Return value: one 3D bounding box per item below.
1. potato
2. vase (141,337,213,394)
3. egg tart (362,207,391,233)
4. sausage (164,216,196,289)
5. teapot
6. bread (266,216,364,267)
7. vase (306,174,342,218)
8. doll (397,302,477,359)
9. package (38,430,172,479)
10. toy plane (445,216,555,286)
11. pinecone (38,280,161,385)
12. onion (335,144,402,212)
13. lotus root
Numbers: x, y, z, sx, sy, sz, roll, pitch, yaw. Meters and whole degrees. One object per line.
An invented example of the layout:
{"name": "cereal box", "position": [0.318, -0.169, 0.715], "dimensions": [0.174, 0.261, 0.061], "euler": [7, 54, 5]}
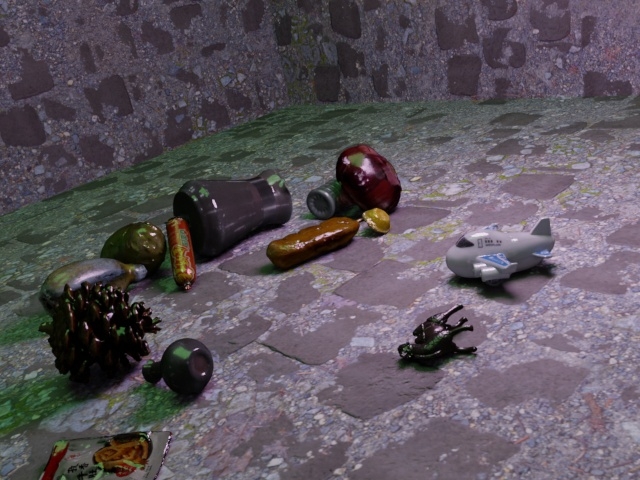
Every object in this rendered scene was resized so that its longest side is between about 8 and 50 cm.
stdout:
{"name": "potato", "position": [-0.593, 0.042, 2.216], "dimensions": [0.298, 0.176, 0.141], "euler": [-26, 1, 42]}
{"name": "vase", "position": [-0.316, 0.276, 1.520], "dimensions": [0.182, 0.120, 0.120], "euler": [-14, 15, 41]}
{"name": "egg tart", "position": [0.177, -0.066, 2.138], "dimensions": [0.105, 0.039, 0.105], "euler": [23, 32, -16]}
{"name": "sausage", "position": [-0.415, 0.046, 2.104], "dimensions": [0.083, 0.083, 0.264], "euler": [-15, 51, -5]}
{"name": "teapot", "position": [-0.295, -0.094, 2.318], "dimensions": [0.344, 0.253, 0.300], "euler": [-18, -8, -34]}
{"name": "bread", "position": [0.000, -0.002, 2.085], "dimensions": [0.344, 0.084, 0.124], "euler": [-21, 28, -24]}
{"name": "vase", "position": [0.073, -0.186, 2.447], "dimensions": [0.143, 0.143, 0.299], "euler": [2, 28, 34]}
{"name": "doll", "position": [0.239, 0.203, 1.457], "dimensions": [0.165, 0.057, 0.139], "euler": [-17, 23, 3]}
{"name": "package", "position": [-0.406, 0.417, 1.301], "dimensions": [0.239, 0.030, 0.154], "euler": [-10, 23, 6]}
{"name": "toy plane", "position": [0.438, 0.024, 1.711], "dimensions": [0.266, 0.123, 0.267], "euler": [-14, 20, 5]}
{"name": "pinecone", "position": [-0.513, 0.215, 1.624], "dimensions": [0.257, 0.244, 0.243], "euler": [11, 24, 4]}
{"name": "onion", "position": [0.144, -0.186, 2.291], "dimensions": [0.219, 0.252, 0.252], "euler": [-43, 21, 5]}
{"name": "lotus root", "position": [-0.661, 0.126, 2.035], "dimensions": [0.140, 0.158, 0.322], "euler": [5, 18, 39]}
